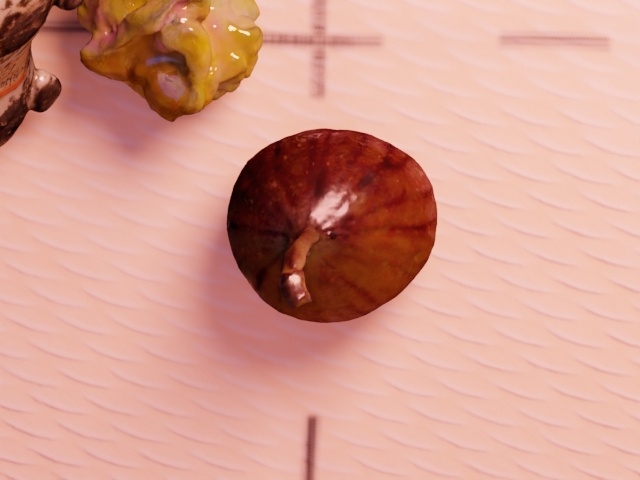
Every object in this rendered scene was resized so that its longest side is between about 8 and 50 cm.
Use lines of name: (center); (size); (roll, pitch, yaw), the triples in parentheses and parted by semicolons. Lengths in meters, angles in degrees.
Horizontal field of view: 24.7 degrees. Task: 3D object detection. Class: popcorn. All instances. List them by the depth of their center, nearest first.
popcorn: (-0.117, -0.166, 1.107); (0.126, 0.126, 0.145); (-9, 114, 28)

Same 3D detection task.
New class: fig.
fig: (-0.006, -0.014, 1.097); (0.149, 0.202, 0.148); (0, 82, 37)

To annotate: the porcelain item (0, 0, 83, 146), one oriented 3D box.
porcelain item: (-0.278, -0.169, 1.048); (0.186, 0.288, 0.138); (42, 63, 6)
